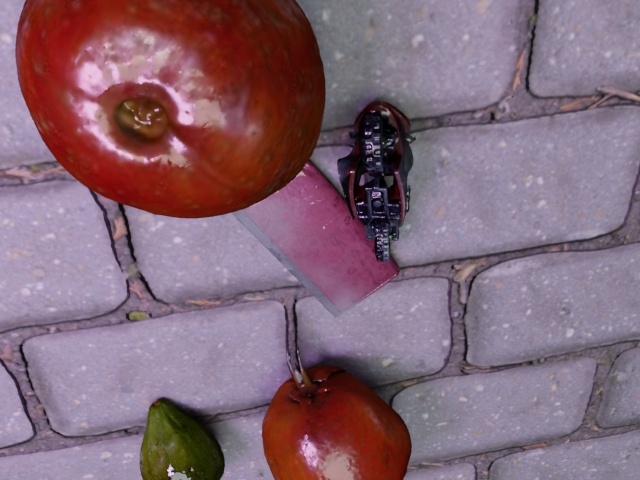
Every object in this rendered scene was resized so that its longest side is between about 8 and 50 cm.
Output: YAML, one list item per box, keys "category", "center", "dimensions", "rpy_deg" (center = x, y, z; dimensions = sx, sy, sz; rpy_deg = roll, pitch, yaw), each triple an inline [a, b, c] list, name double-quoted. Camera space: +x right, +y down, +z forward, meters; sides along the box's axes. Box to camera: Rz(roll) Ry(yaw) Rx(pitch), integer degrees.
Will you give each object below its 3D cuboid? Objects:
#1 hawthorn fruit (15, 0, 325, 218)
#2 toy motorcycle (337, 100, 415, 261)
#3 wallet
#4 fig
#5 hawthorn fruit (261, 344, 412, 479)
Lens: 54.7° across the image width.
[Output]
- category: "hawthorn fruit"
  center: [-0.132, -0.147, 0.574]
  dimensions: [0.284, 0.284, 0.284]
  rpy_deg: [-5, 122, -8]
- category: "toy motorcycle"
  center: [0.070, -0.076, 0.745]
  dimensions: [0.082, 0.122, 0.213]
  rpy_deg: [4, 137, 14]
- category: "wallet"
  center: [0.000, 0.000, 0.818]
  dimensions: [0.119, 0.025, 0.232]
  rpy_deg: [-35, 121, 12]
- category: "fig"
  center: [-0.220, 0.315, 0.939]
  dimensions: [0.123, 0.123, 0.156]
  rpy_deg: [-25, 84, 5]
- category: "hawthorn fruit"
  center: [0.007, 0.276, 0.896]
  dimensions: [0.211, 0.211, 0.299]
  rpy_deg: [-26, 109, 6]
